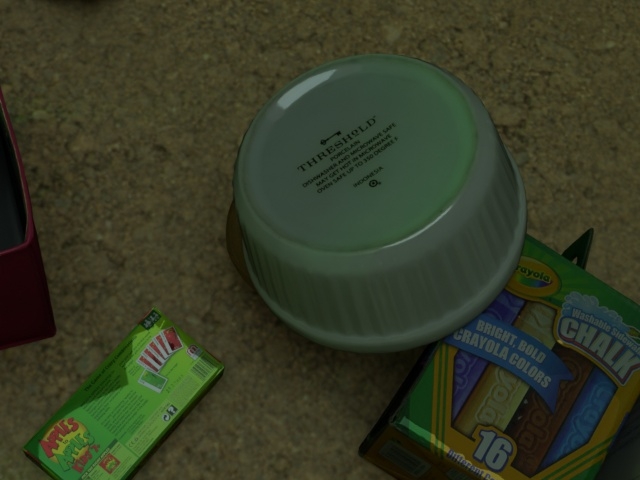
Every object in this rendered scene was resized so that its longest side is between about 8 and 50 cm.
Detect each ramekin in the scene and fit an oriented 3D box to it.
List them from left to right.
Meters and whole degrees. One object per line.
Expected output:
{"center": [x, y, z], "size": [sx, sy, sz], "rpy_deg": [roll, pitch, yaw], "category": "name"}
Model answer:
{"center": [0.046, -0.045, 1.010], "size": [0.273, 0.127, 0.272], "rpy_deg": [-7, 58, 11], "category": "ramekin"}

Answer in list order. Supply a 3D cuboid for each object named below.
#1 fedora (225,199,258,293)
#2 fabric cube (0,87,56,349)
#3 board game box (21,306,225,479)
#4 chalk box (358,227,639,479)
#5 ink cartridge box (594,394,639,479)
{"center": [0.000, 0.000, 1.148], "size": [0.194, 0.079, 0.194], "rpy_deg": [3, 69, -7], "category": "fedora"}
{"center": [-0.392, -0.032, 1.008], "size": [0.259, 0.258, 0.254], "rpy_deg": [-15, 71, -13], "category": "fabric cube"}
{"center": [-0.185, 0.162, 1.079], "size": [0.092, 0.043, 0.181], "rpy_deg": [39, 69, 8], "category": "board game box"}
{"center": [0.196, 0.121, 1.078], "size": [0.179, 0.180, 0.289], "rpy_deg": [34, 70, 5], "category": "chalk box"}
{"center": [0.332, 0.212, 1.031], "size": [0.117, 0.207, 0.283], "rpy_deg": [23, 61, 1], "category": "ink cartridge box"}
